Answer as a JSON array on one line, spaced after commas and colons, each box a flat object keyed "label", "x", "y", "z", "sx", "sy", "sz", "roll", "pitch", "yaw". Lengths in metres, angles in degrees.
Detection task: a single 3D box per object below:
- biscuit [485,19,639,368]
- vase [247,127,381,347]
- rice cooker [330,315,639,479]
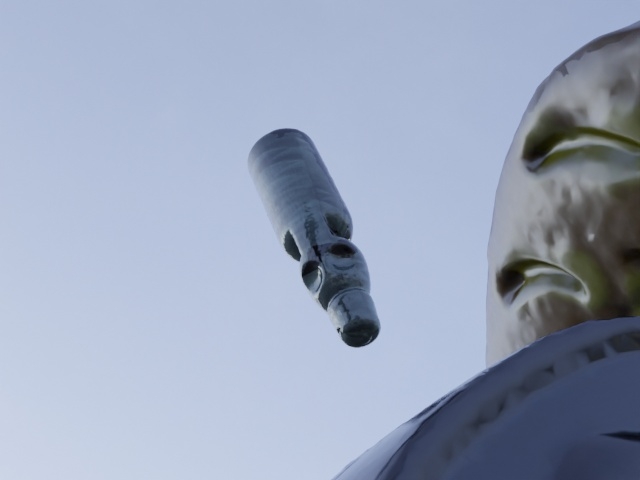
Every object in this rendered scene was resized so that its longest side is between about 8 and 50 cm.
[{"label": "biscuit", "x": 0.205, "y": 0.093, "z": 0.591, "sx": 0.070, "sy": 0.350, "sz": 0.394, "roll": -35, "pitch": -47, "yaw": -32}, {"label": "vase", "x": 0.000, "y": 0.000, "z": 1.109, "sx": 0.060, "sy": 0.211, "sz": 0.060, "roll": -14, "pitch": -43, "yaw": -13}, {"label": "rice cooker", "x": 0.071, "y": 0.173, "z": 0.416, "sx": 0.267, "sy": 0.267, "sz": 0.224, "roll": 11, "pitch": -44, "yaw": -24}]
